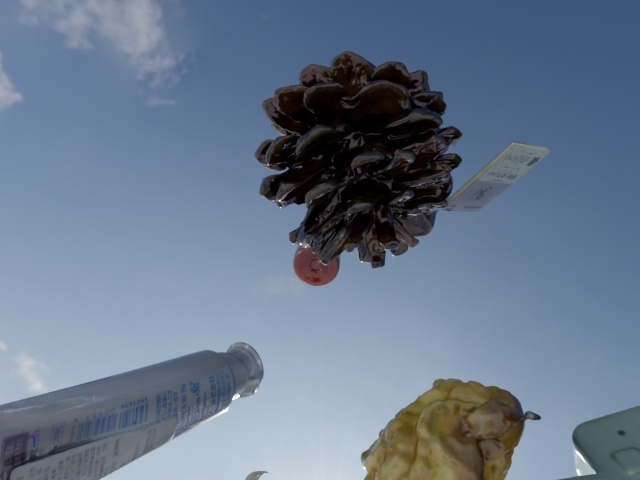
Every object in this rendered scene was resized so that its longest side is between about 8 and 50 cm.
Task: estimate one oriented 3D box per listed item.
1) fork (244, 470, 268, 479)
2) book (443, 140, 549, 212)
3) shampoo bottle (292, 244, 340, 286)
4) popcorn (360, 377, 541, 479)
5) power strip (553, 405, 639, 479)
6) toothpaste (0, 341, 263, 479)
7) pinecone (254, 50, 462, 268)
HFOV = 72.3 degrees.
[{"bbox_3d":[-0.188,0.610,1.025,0.220,0.034,0.028,-57,-136,13],"label":"fork"},{"bbox_3d":[0.318,-0.111,0.808,0.182,0.127,0.014,-48,-125,41],"label":"book"},{"bbox_3d":[0.000,0.000,1.068,0.104,0.278,0.105,2,-66,4],"label":"shampoo bottle"},{"bbox_3d":[0.133,0.240,0.485,0.140,0.194,0.164,34,-30,29],"label":"popcorn"},{"bbox_3d":[0.339,0.296,0.423,0.260,0.229,0.141,-17,-74,2],"label":"power strip"},{"bbox_3d":[-0.175,0.165,0.422,0.073,0.299,0.114,20,-78,30],"label":"toothpaste"},{"bbox_3d":[0.067,-0.130,0.812,0.397,0.398,0.398,12,-56,19],"label":"pinecone"}]
